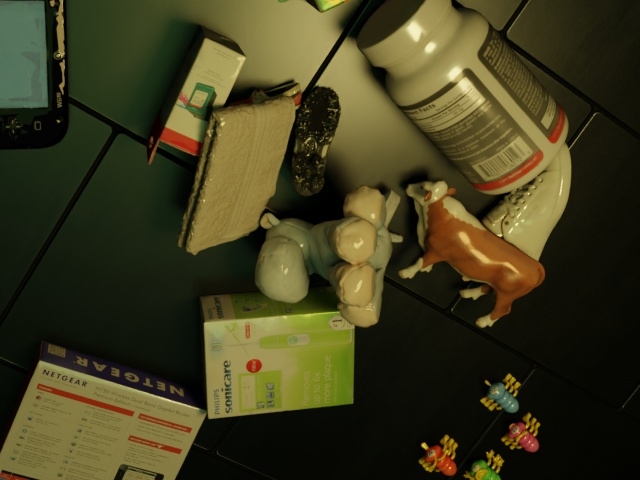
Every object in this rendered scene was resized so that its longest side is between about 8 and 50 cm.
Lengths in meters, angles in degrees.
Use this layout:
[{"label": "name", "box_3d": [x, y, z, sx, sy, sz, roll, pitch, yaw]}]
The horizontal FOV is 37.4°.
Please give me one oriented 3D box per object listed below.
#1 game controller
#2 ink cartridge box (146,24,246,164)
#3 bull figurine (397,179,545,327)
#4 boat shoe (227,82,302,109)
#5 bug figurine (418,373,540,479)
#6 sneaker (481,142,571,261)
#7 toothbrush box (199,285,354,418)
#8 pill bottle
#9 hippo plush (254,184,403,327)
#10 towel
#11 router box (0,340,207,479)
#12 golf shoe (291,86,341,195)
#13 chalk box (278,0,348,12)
[{"label": "game controller", "box_3d": [-0.498, -0.304, 1.537, 0.166, 0.067, 0.319, -1, 112, -12]}, {"label": "ink cartridge box", "box_3d": [-0.214, -0.233, 1.590, 0.078, 0.134, 0.231, 22, 106, -19]}, {"label": "bull figurine", "box_3d": [0.264, 0.022, 1.775, 0.310, 0.101, 0.188, 35, 124, -1]}, {"label": "boat shoe", "box_3d": [-0.098, -0.246, 1.656, 0.137, 0.049, 0.043, -12, 127, -14]}, {"label": "bug figurine", "box_3d": [0.354, 0.427, 2.015, 0.216, 0.072, 0.279, 39, 99, -23]}, {"label": "sneaker", "box_3d": [0.384, -0.060, 1.806, 0.123, 0.106, 0.290, 9, 111, -18]}, {"label": "toothbrush box", "box_3d": [-0.084, 0.210, 1.806, 0.283, 0.122, 0.206, -3, 112, -10]}, {"label": "pill bottle", "box_3d": [0.245, -0.267, 1.636, 0.210, 0.210, 0.363, -44, 113, 7]}, {"label": "hippo plush", "box_3d": [0.000, 0.000, 1.685, 0.237, 0.294, 0.234, 5, 133, 15]}, {"label": "towel", "box_3d": [-0.144, -0.110, 1.627, 0.187, 0.049, 0.282, -22, 139, -48]}, {"label": "router box", "box_3d": [-0.429, 0.384, 1.821, 0.335, 0.082, 0.301, 22, 105, -19]}, {"label": "golf shoe", "box_3d": [-0.016, -0.176, 1.696, 0.077, 0.094, 0.198, 15, 83, -5]}, {"label": "chalk box", "box_3d": [0.017, -0.463, 1.549, 0.213, 0.132, 0.132, -26, 114, -1]}]
